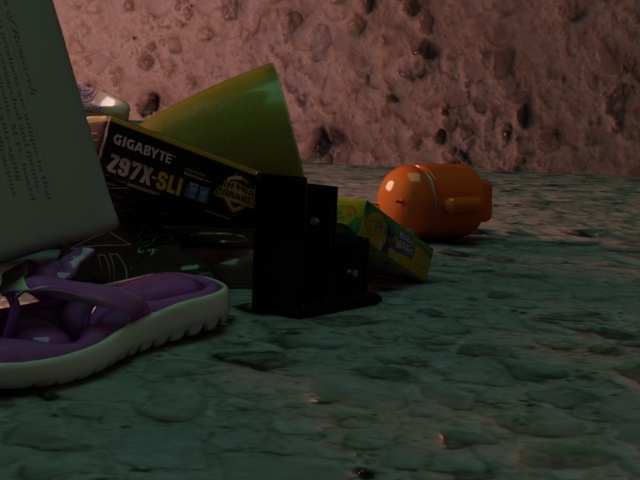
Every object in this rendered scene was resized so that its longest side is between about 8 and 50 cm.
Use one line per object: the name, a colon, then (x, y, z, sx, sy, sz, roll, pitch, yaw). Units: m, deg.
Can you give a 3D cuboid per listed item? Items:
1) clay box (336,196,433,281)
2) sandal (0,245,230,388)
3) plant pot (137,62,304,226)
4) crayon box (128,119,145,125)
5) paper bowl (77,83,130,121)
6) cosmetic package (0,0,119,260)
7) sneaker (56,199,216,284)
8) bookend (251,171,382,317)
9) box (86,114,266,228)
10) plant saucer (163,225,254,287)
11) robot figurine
clay box: (0.039, -0.009, 1.670, 0.127, 0.053, 0.222, 7, -16, 33)
sandal: (-0.233, 0.053, 1.224, 0.169, 0.102, 0.416, 5, 8, 24)
plant pot: (-0.181, -0.100, 1.973, 0.293, 0.274, 0.275, -14, 9, -3)
crayon box: (-0.466, -0.142, 2.363, 0.363, 0.106, 0.313, 1, -7, -16)
paper bowl: (-0.453, -0.177, 2.065, 0.284, 0.148, 0.284, 13, 12, -3)
cosmetic package: (-0.443, -0.102, 1.205, 0.329, 0.327, 0.394, -16, 3, 14)
sneaker: (-0.228, 0.009, 1.560, 0.267, 0.106, 0.101, 11, 10, 41)
bookend: (0.000, 0.000, 1.500, 0.072, 0.156, 0.157, 8, 8, 38)
box: (-0.260, -0.083, 1.678, 0.257, 0.079, 0.322, 21, -12, -40)
plant saucer: (-0.140, 0.016, 1.758, 0.311, 0.050, 0.310, 3, 7, 0)
robot figurine: (0.184, -0.064, 2.169, 0.219, 0.128, 0.158, -3, 44, -35)
